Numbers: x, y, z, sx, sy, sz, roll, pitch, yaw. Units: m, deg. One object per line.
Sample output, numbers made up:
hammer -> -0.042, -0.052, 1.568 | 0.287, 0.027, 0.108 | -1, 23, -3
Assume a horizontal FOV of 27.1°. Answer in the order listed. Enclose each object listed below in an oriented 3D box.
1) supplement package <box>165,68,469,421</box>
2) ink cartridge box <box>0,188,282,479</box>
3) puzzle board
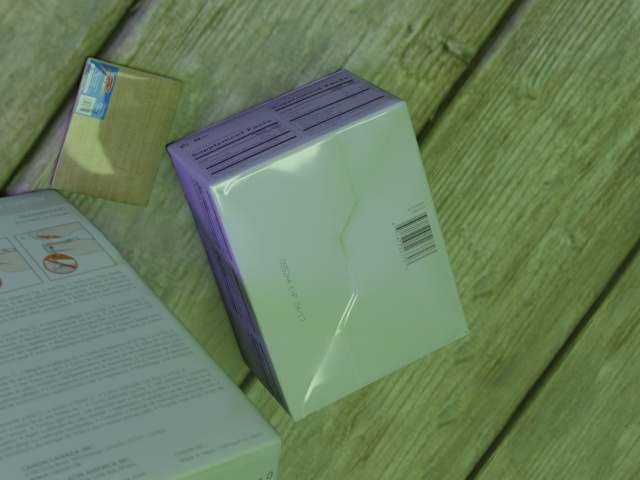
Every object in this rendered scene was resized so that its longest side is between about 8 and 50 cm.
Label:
supplement package -> 0.000, 0.000, 1.298 | 0.204, 0.145, 0.262 | -25, 118, -14
ink cartridge box -> -0.262, 0.114, 1.067 | 0.308, 0.385, 0.091 | -14, 131, -36
puzzle board -> -0.191, -0.101, 1.252 | 0.096, 0.011, 0.128 | 12, 102, -27
